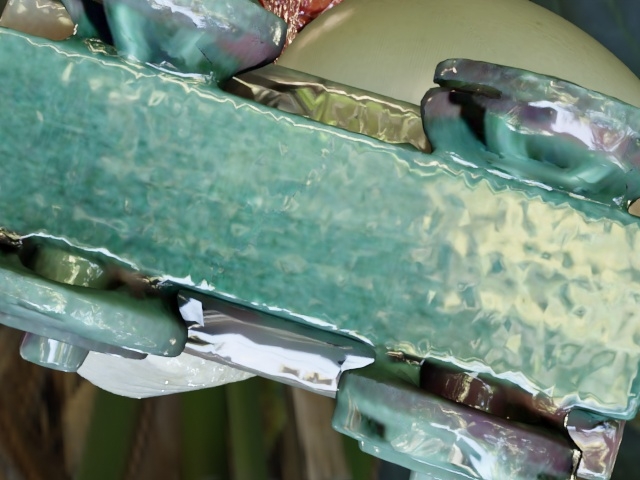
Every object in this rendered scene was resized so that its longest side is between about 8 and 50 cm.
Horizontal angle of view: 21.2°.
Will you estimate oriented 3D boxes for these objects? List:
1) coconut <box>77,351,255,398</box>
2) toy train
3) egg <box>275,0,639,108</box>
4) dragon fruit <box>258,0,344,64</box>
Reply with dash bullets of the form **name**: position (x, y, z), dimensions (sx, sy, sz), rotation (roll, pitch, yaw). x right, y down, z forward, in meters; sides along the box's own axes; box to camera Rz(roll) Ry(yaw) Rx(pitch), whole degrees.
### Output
- **coconut**: position (-0.111, 0.013, 1.246), dimensions (0.202, 0.202, 0.222), rotation (4, 171, -31)
- **toy train**: position (0.000, 0.000, 0.624), dimensions (0.304, 0.150, 0.221), rotation (18, 176, 5)
- **egg**: position (0.088, -0.036, 0.922), dimensions (0.254, 0.188, 0.188), rotation (23, 158, -3)
- **dragon fruit**: position (-0.033, -0.160, 1.372), dimensions (0.122, 0.092, 0.192), rotation (23, 129, 2)
